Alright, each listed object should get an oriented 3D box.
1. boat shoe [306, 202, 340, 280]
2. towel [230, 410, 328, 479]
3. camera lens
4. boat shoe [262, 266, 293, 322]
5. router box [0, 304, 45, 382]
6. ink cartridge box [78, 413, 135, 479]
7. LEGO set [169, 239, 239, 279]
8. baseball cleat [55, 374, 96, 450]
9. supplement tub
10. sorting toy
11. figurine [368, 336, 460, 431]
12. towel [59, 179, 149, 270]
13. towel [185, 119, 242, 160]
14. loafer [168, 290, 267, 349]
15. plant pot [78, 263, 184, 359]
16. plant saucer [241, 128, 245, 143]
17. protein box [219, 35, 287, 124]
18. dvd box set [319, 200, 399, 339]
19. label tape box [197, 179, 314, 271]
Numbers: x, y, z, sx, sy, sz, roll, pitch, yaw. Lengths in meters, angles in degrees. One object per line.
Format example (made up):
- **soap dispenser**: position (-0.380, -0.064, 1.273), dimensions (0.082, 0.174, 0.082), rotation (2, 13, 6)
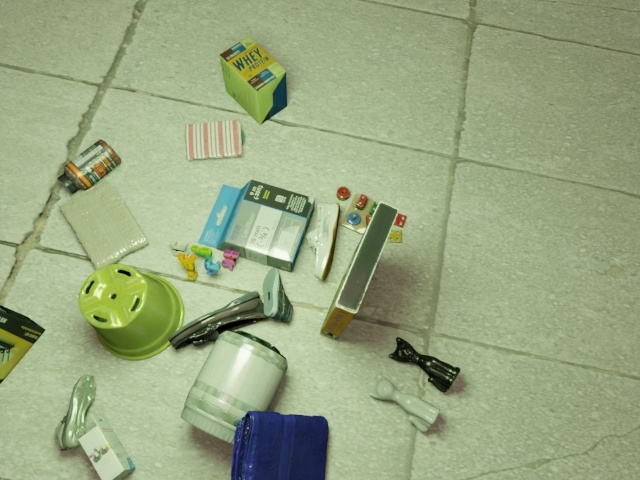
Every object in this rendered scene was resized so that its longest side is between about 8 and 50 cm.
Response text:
- **boat shoe**: position (0.000, 0.000, 1.634), dimensions (0.096, 0.098, 0.276), rotation (7, 64, 6)
- **towel**: position (-0.105, 0.575, 1.321), dimensions (0.076, 0.308, 0.227), rotation (-8, 68, 41)
- **camera lens**: position (-0.234, 0.405, 1.393), dimensions (0.220, 0.219, 0.274), rotation (24, 70, 6)
- **boat shoe**: position (-0.134, 0.176, 1.577), dimensions (0.083, 0.065, 0.183), rotation (33, 38, -33)
- **router box**: position (-0.933, 0.293, 1.355), dimensions (0.081, 0.309, 0.242), rotation (31, 71, 10)
- **ink cartridge box**: position (-0.596, 0.573, 1.372), dimensions (0.062, 0.104, 0.181), rotation (-35, 74, -15)
- **LEGO set**: position (-0.383, 0.077, 1.594), dimensions (0.227, 0.093, 0.087), rotation (11, 37, 7)
- **baseball cleat**: position (-0.706, 0.488, 1.418), dimensions (0.110, 0.072, 0.205), rotation (-26, 44, 23)
- **supplement tub**: position (-0.783, -0.243, 1.681), dimensions (0.106, 0.106, 0.198), rotation (41, 73, 12)
- **sorting toy**: position (0.165, -0.084, 1.696), dimensions (0.275, 0.046, 0.132), rotation (24, 70, 6)
- **figurine**: position (0.275, 0.425, 1.491), dimensions (0.210, 0.092, 0.214), rotation (28, 71, 16)
- **towel**: position (-0.714, -0.052, 1.641), dimensions (0.187, 0.049, 0.282), rotation (-33, 75, -13)
- **towel**: position (-0.378, -0.353, 1.762), dimensions (0.197, 0.029, 0.144), rotation (-6, 70, -2)
- **loafer**: position (-0.306, 0.260, 1.512), dimensions (0.303, 0.109, 0.095), rotation (-27, 77, -16)
- **plant pot**: position (-0.561, 0.190, 1.444), dimensions (0.276, 0.254, 0.275), rotation (1, 68, -2)
- **plant saucer**: position (-0.331, -0.366, 1.794), dimensions (0.120, 0.021, 0.119), rotation (1, 70, -2)
- **protein box**: position (-0.235, -0.569, 1.782), dimensions (0.136, 0.199, 0.201), rotation (-40, 75, -16)
- **dvd box set**: position (0.099, 0.107, 1.419), dimensions (0.062, 0.420, 0.307), rotation (24, 69, 3)
- **label tape box**: position (-0.213, -0.064, 1.638), dimensions (0.334, 0.106, 0.240), rotation (17, 68, 4)
